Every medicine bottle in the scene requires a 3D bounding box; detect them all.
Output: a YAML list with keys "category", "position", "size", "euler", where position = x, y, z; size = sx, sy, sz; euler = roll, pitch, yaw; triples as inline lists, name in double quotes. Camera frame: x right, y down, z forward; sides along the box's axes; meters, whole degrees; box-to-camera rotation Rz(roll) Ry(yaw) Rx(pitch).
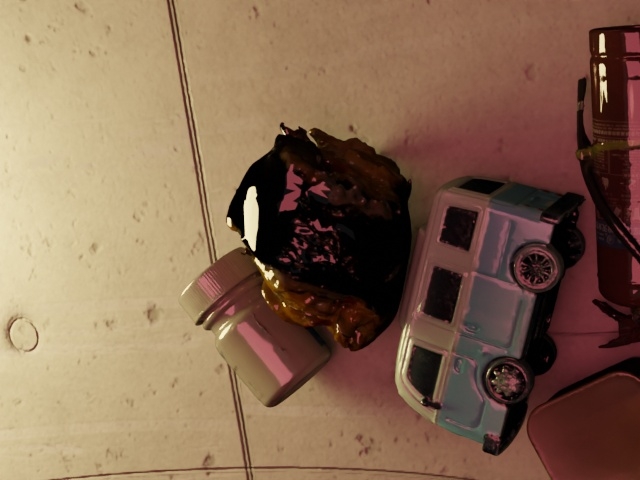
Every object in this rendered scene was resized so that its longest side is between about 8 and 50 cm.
- category: "medicine bottle"
  position: [-0.075, 0.101, 1.673]
  size: [0.105, 0.105, 0.168]
  euler: [-44, 82, 25]

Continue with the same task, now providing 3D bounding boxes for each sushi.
- category: "sushi"
  position: [0.001, -0.002, 1.568]
  size: [0.213, 0.200, 0.204]
  euler: [27, 112, -4]

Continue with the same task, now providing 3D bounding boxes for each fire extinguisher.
- category: "fire extinguisher"
  position: [0.315, -0.047, 1.475]
  size: [0.141, 0.105, 0.341]
  euler: [17, 113, 60]

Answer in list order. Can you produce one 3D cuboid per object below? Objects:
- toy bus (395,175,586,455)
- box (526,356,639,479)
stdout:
- category: "toy bus"
  position: [0.171, 0.072, 1.539]
  size: [0.164, 0.133, 0.271]
  euler: [17, 107, 18]
- category: "box"
  position: [0.326, 0.234, 1.527]
  size: [0.144, 0.090, 0.201]
  euler: [-31, 87, 26]
